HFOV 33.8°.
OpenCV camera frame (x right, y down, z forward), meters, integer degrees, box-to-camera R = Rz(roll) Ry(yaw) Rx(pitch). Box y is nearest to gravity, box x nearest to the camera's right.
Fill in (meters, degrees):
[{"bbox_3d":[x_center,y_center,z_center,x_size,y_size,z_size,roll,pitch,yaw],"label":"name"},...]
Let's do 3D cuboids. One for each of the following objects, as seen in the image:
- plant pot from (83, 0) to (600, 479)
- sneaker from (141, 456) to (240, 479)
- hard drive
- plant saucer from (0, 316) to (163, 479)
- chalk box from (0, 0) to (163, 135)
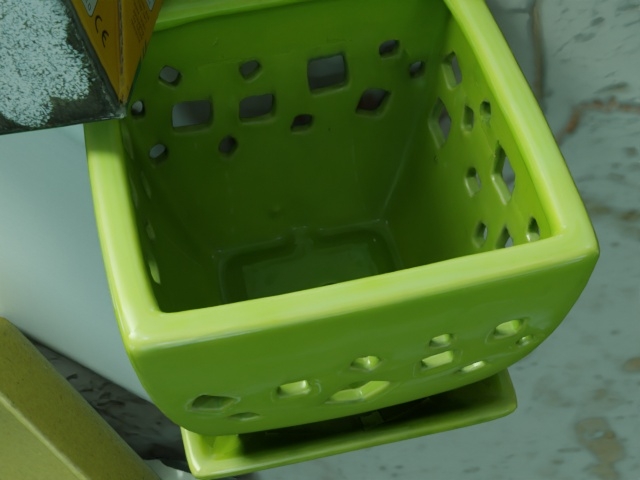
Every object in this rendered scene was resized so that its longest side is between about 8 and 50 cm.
[{"bbox_3d":[0.000,0.000,0.603,0.228,0.227,0.207,-11,144,-7],"label":"plant pot"},{"bbox_3d":[-0.247,0.352,1.052,0.410,0.182,0.158,-28,127,32],"label":"sneaker"},{"bbox_3d":[-0.174,0.002,0.776,0.353,0.047,0.233,33,131,-25],"label":"hard drive"},{"bbox_3d":[-0.282,0.188,0.899,0.333,0.081,0.332,-14,124,38],"label":"plant saucer"},{"bbox_3d":[-0.240,-0.162,0.520,0.289,0.179,0.180,-5,136,14],"label":"chalk box"}]
